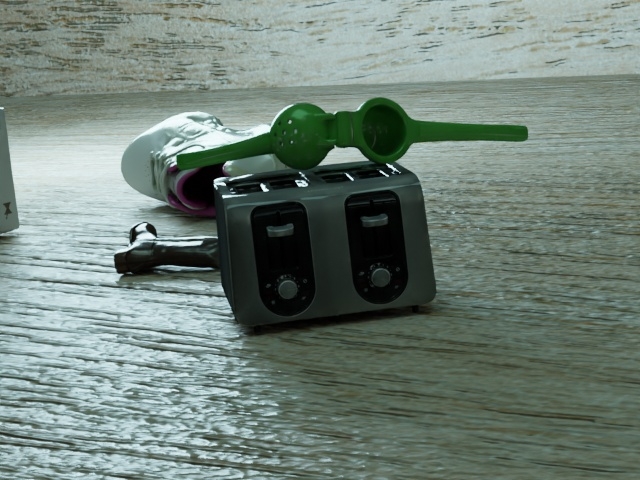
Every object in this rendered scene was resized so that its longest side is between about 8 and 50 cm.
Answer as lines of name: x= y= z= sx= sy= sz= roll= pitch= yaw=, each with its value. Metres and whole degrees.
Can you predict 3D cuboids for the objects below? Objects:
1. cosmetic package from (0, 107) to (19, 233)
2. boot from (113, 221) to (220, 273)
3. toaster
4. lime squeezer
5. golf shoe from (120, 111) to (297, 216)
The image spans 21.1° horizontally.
cosmetic package: x=-0.558 y=-0.066 z=2.022 sx=0.366 sy=0.155 sz=0.197 roll=-1 pitch=9 yaw=32
boot: x=-0.136 y=0.005 z=1.697 sx=0.114 sy=0.037 sz=0.106 roll=-7 pitch=22 yaw=14
toaster: x=0.000 y=0.000 z=1.434 sx=0.168 sy=0.110 sz=0.185 roll=-6 pitch=10 yaw=-6
lime squeezer: x=0.024 y=-0.081 z=1.463 sx=0.311 sy=0.058 sz=0.110 roll=-5 pitch=-23 yaw=4
golf shoe: x=-0.150 y=-0.086 z=2.023 sx=0.306 sy=0.115 sz=0.140 roll=2 pitch=16 yaw=44
